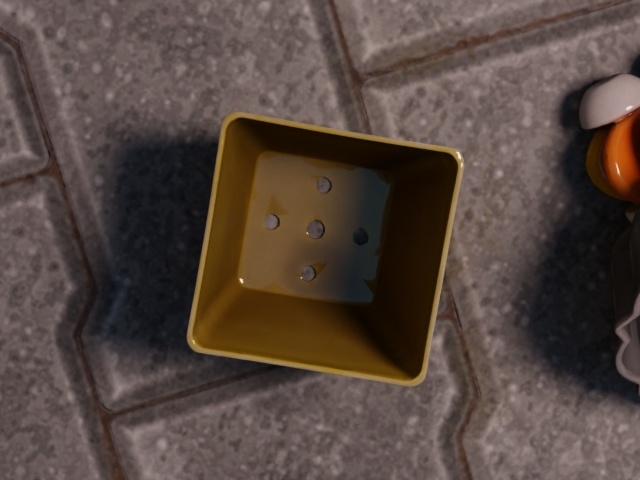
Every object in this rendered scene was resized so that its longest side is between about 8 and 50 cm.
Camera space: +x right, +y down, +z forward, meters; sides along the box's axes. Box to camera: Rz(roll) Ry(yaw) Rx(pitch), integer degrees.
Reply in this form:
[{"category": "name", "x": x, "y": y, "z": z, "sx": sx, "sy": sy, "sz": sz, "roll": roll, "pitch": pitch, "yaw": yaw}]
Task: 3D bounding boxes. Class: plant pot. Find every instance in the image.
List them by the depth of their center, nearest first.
[{"category": "plant pot", "x": 0.000, "y": 0.000, "z": 1.395, "sx": 0.212, "sy": 0.187, "sz": 0.212, "roll": 9, "pitch": 95, "yaw": -3}]

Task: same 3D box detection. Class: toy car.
[{"category": "toy car", "x": 0.343, "y": -0.099, "z": 1.425, "sx": 0.182, "sy": 0.136, "sz": 0.159, "roll": -29, "pitch": 96, "yaw": 1}]

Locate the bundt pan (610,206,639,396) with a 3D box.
[{"category": "bundt pan", "x": 0.413, "y": 0.020, "z": 1.382, "sx": 0.331, "sy": 0.331, "sz": 0.124, "roll": -9, "pitch": 53, "yaw": -1}]
